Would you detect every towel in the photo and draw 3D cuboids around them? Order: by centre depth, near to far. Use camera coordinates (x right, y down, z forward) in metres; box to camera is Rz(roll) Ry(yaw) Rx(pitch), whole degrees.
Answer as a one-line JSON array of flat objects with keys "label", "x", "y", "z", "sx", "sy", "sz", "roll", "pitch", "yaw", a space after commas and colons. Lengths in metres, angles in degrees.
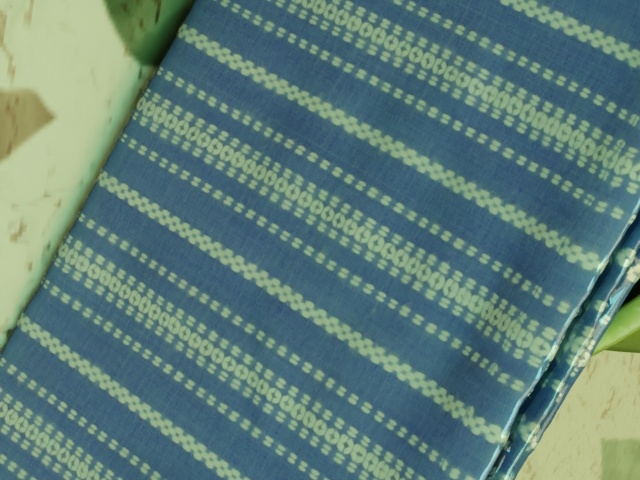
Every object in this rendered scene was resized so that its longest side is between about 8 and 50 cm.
[{"label": "towel", "x": 0.000, "y": 0.000, "z": 0.694, "sx": 0.040, "sy": 0.243, "sz": 0.336, "roll": 24, "pitch": 97, "yaw": -57}]

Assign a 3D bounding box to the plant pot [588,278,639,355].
[{"label": "plant pot", "x": 0.124, "y": -0.055, "z": 0.810, "sx": 0.254, "sy": 0.276, "sz": 0.276, "roll": 21, "pitch": 94, "yaw": -57}]
